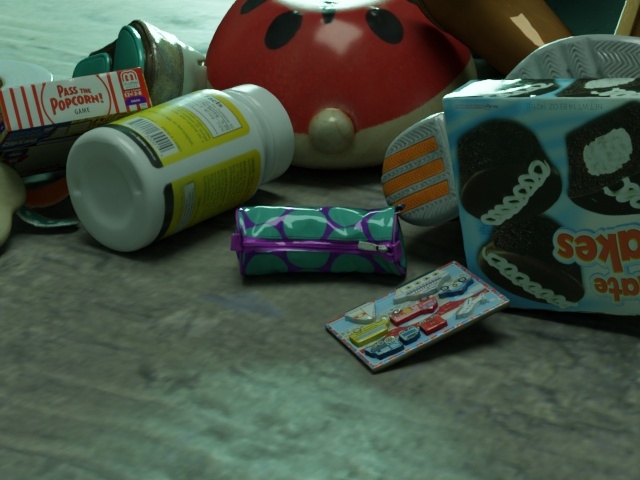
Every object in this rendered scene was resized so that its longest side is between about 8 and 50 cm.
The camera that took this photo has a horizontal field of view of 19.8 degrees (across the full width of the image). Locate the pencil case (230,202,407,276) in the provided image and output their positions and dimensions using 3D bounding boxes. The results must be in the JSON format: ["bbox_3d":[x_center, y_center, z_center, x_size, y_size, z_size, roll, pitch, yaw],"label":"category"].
[{"bbox_3d":[0.000,0.000,1.614,0.152,0.064,0.070,-1,8,5],"label":"pencil case"}]

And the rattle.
[{"bbox_3d":[-0.341,-0.016,1.732,0.200,0.143,0.130,-7,50,-53],"label":"rattle"}]

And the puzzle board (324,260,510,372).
[{"bbox_3d":[0.077,0.059,1.494,0.128,0.011,0.096,-25,29,-15],"label":"puzzle board"}]

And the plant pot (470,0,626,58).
[{"bbox_3d":[0.238,-0.315,2.123,0.196,0.293,0.293,-15,9,44],"label":"plant pot"}]

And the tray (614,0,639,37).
[{"bbox_3d":[0.476,-0.139,1.710,0.411,0.076,0.203,16,45,9],"label":"tray"}]

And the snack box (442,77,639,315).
[{"bbox_3d":[0.262,-0.033,1.457,0.322,0.187,0.060,2,23,32],"label":"snack box"}]

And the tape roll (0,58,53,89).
[{"bbox_3d":[-0.392,-0.131,1.961,0.219,0.072,0.219,-2,23,1],"label":"tape roll"}]

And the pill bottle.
[{"bbox_3d":[-0.128,-0.075,1.736,0.119,0.119,0.208,16,28,38],"label":"pill bottle"}]

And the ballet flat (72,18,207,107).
[{"bbox_3d":[-0.179,-0.174,1.929,0.106,0.107,0.316,3,3,-20],"label":"ballet flat"}]

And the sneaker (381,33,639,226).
[{"bbox_3d":[0.222,-0.095,1.622,0.321,0.124,0.180,-16,-10,37],"label":"sneaker"}]

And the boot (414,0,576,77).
[{"bbox_3d":[0.220,-0.181,1.831,0.109,0.283,0.220,-42,36,4],"label":"boot"}]

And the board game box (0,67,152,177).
[{"bbox_3d":[-0.265,-0.108,1.798,0.147,0.045,0.193,-12,-10,-26],"label":"board game box"}]

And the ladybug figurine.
[{"bbox_3d":[0.019,-0.207,1.984,0.305,0.162,0.449,-2,23,-1],"label":"ladybug figurine"}]
